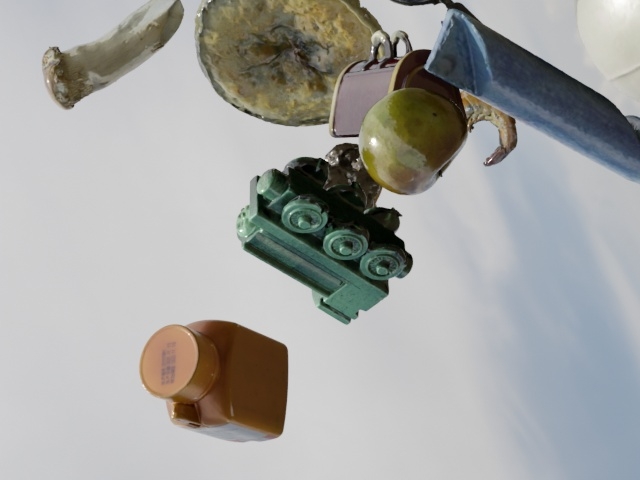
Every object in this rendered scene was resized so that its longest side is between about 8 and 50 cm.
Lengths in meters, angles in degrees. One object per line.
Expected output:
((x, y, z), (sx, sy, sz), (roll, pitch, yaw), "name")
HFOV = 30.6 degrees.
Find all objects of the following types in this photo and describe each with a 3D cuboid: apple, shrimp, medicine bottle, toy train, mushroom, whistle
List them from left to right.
((-0.265, -0.250, 1.511), (0.071, 0.209, 0.084), (57, -177, -47), "mushroom")
((-0.145, 0.192, 1.631), (0.222, 0.112, 0.149), (31, -124, -54), "medicine bottle")
((0.000, 0.000, 1.021), (0.170, 0.111, 0.071), (32, -145, -30), "toy train")
((0.075, -0.080, 0.935), (0.074, 0.089, 0.089), (52, -162, 18), "apple")
((0.149, -0.117, 1.239), (0.025, 0.127, 0.091), (-47, -55, -45), "shrimp")
((0.222, -0.119, 1.068), (0.304, 0.062, 0.062), (23, -145, -30), "whistle")

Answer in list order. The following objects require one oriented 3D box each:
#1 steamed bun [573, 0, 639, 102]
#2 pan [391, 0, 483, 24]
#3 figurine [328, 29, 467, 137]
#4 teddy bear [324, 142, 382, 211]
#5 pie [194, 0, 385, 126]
((0.483, -0.316, 1.385), (0.334, 0.374, 0.334), (45, 162, 18), "steamed bun")
((0.176, -0.375, 1.751), (0.235, 0.136, 0.028), (50, 163, 33), "pan")
((0.059, -0.143, 1.073), (0.154, 0.082, 0.098), (12, 109, 64), "figurine")
((0.008, -0.035, 1.376), (0.140, 0.177, 0.190), (59, 179, 7), "teddy bear")
((-0.038, -0.238, 1.482), (0.274, 0.274, 0.055), (41, -132, -36), "pie")
